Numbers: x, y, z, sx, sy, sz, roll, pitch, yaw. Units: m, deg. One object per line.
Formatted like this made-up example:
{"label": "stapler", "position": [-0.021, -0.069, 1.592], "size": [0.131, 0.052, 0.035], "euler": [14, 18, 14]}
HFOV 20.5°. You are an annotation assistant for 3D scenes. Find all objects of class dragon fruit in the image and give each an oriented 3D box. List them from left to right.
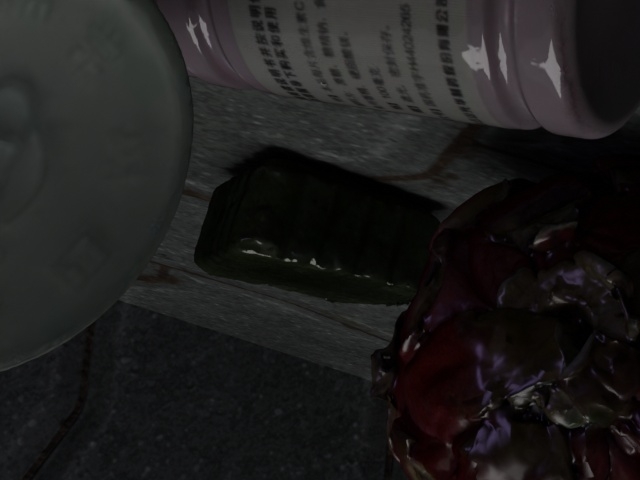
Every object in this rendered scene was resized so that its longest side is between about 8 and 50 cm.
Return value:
{"label": "dragon fruit", "position": [0.198, 0.105, 1.225], "size": [0.329, 0.329, 0.329], "euler": [15, 169, 3]}

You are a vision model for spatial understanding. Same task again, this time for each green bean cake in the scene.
{"label": "green bean cake", "position": [0.000, 0.000, 1.532], "size": [0.185, 0.094, 0.183], "euler": [18, 169, -13]}

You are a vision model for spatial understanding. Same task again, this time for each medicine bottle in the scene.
{"label": "medicine bottle", "position": [-0.207, -0.097, 0.762], "size": [0.190, 0.190, 0.332], "euler": [26, -169, -44]}
{"label": "medicine bottle", "position": [0.020, -0.124, 0.780], "size": [0.249, 0.133, 0.133], "euler": [11, 168, 30]}
